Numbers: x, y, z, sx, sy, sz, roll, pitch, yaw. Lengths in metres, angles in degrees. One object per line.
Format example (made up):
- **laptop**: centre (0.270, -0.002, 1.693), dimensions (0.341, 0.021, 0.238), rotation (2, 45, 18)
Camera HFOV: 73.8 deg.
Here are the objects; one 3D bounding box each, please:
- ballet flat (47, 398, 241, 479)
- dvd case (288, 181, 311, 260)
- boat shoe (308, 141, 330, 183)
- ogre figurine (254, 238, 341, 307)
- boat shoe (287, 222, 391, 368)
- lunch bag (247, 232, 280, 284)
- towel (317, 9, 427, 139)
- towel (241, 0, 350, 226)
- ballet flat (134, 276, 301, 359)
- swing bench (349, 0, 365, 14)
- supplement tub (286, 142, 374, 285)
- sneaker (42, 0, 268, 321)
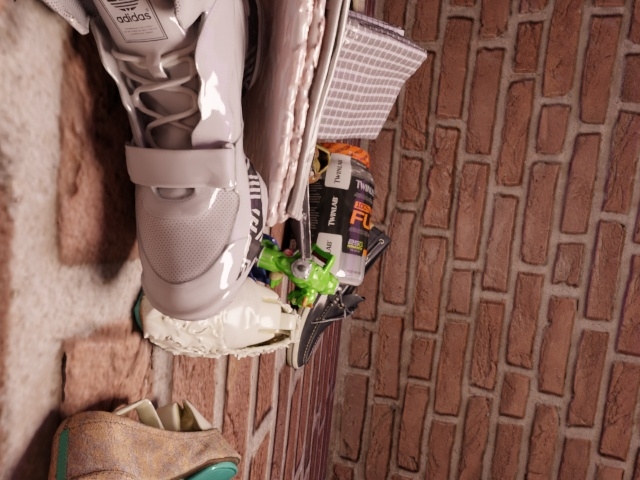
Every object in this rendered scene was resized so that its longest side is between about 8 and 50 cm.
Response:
- **ballet flat**: centre (-0.170, 0.229, 0.469), dimensions (0.316, 0.107, 0.106), rotation (77, -13, -64)
- **dvd case**: centre (-0.043, -0.093, 0.653), dimensions (0.221, 0.018, 0.165), rotation (-114, -161, -62)
- **boat shoe**: centre (-0.050, -0.167, 0.872), dimensions (0.307, 0.104, 0.111), rotation (-57, 155, -66)
- **ogre figurine**: centre (-0.042, 0.045, 0.673), dimensions (0.097, 0.118, 0.197), rotation (-58, 148, -24)
- **boat shoe**: centre (0.050, 0.165, 1.266), dimensions (0.500, 0.156, 0.187), rotation (-62, 169, -3)
- **lunch bag**: centre (-0.112, 0.035, 0.751), dimensions (0.065, 0.067, 0.098), rotation (-60, 156, -27)
- **towel**: centre (0.068, -0.327, 0.873), dimensions (0.283, 0.121, 0.235), rotation (-11, 136, -43)
- **towel**: centre (-0.046, -0.231, 0.508), dimensions (0.317, 0.053, 0.332), rotation (-116, -146, -52)
- **ballet flat**: centre (-0.109, 0.108, 0.644), dimensions (0.409, 0.146, 0.147), rotation (59, 38, -73)
- **swing bench**: centre (0.043, -0.469, 0.954), dimensions (0.254, 0.165, 0.253), rotation (-33, 147, -21)
- **supplement tub**: centre (0.027, -0.062, 1.090), dimensions (0.207, 0.207, 0.338), rotation (41, 56, -78)
- **sneaker**: centre (-0.133, -0.115, 0.360), dimensions (0.210, 0.137, 0.366), rotation (40, 52, -78)
